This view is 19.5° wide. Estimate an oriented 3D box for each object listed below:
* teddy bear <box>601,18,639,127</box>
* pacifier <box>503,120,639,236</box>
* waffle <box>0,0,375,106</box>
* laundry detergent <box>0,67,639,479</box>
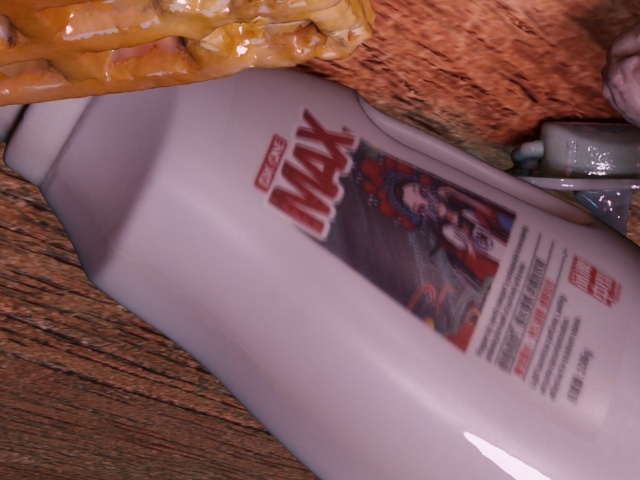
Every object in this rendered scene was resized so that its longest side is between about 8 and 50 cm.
[{"bbox_3d":[0.239,0.000,0.900,0.151,0.267,0.236,-16,171,24],"label":"teddy bear"},{"bbox_3d":[0.167,-0.014,1.124,0.150,0.116,0.127,-1,-172,-12],"label":"pacifier"},{"bbox_3d":[-0.153,-0.128,0.760,0.327,0.098,0.224,-4,165,13],"label":"waffle"},{"bbox_3d":[0.000,0.000,0.961,0.398,0.264,0.125,32,127,-3],"label":"laundry detergent"}]
